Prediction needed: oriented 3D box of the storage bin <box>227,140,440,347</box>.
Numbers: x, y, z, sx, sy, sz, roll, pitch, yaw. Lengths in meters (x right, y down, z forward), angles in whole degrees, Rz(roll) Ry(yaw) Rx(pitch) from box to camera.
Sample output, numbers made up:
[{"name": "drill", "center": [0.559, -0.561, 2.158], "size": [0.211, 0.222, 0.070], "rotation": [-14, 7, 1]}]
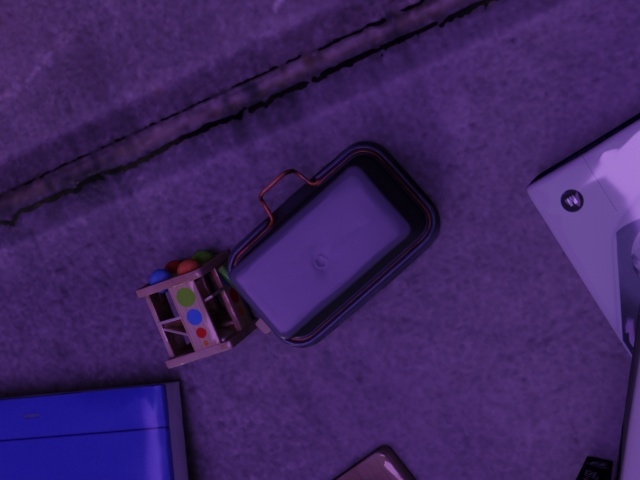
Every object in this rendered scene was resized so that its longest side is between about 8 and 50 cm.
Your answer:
[{"name": "storage bin", "center": [0.000, 0.000, 0.979], "size": [0.135, 0.091, 0.098], "rotation": [-41, 88, 6]}]

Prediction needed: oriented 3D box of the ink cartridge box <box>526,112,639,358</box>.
[{"name": "ink cartridge box", "center": [0.272, 0.004, 0.924], "size": [0.223, 0.045, 0.224], "rotation": [-34, 92, 25]}]

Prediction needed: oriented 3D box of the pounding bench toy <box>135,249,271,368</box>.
[{"name": "pounding bench toy", "center": [-0.071, 0.038, 1.058], "size": [0.083, 0.052, 0.065], "rotation": [-19, 98, 24]}]

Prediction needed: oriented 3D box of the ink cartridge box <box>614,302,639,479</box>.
[{"name": "ink cartridge box", "center": [0.278, 0.156, 0.886], "size": [0.223, 0.129, 0.307], "rotation": [7, 116, 10]}]

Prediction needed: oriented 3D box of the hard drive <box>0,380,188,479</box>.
[{"name": "hard drive", "center": [-0.185, 0.270, 1.127], "size": [0.210, 0.040, 0.318], "rotation": [-7, 87, 22]}]

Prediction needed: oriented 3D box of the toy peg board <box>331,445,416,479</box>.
[{"name": "toy peg board", "center": [0.025, 0.256, 1.071], "size": [0.161, 0.079, 0.161], "rotation": [-38, 90, 25]}]

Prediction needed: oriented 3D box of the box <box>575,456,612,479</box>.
[{"name": "box", "center": [0.166, 0.184, 0.995], "size": [0.018, 0.083, 0.067], "rotation": [10, 108, 18]}]
